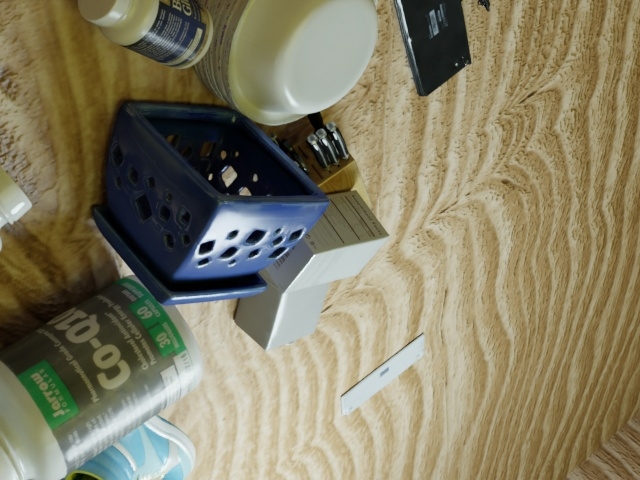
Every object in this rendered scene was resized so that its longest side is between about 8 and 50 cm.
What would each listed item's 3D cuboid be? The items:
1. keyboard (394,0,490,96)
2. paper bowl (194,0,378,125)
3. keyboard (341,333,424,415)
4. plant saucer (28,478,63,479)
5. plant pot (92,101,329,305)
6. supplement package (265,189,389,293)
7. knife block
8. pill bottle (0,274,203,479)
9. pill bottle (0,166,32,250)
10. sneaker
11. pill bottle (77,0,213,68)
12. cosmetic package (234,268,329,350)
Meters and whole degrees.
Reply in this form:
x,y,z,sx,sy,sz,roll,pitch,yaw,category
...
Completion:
x,y,z,sx,sy,sz,roll,pitch,yaw,category
0.214,-0.398,1.905,0.201,0.033,0.317,-38,147,-10,keyboard
-0.031,-0.295,1.591,0.284,0.148,0.284,-31,141,-29,paper bowl
0.142,0.300,2.521,0.256,0.014,0.072,-35,139,-26,keyboard
-0.534,0.428,1.740,0.310,0.050,0.310,-26,138,-26,plant saucer
-0.171,-0.044,1.593,0.236,0.236,0.212,-5,132,-50,plant pot
0.000,0.000,1.776,0.179,0.105,0.105,-12,149,-46,supplement package
0.015,-0.126,1.808,0.276,0.088,0.242,-14,150,-43,knife block
-0.367,0.218,1.618,0.361,0.204,0.204,-33,143,-28,pill bottle
-0.470,0.003,1.338,0.246,0.136,0.136,-43,147,-13,pill bottle
-0.319,0.382,1.837,0.319,0.127,0.208,54,38,-49,sneaker
-0.220,-0.282,1.412,0.169,0.094,0.094,15,109,-56,pill bottle
-0.055,0.063,1.956,0.127,0.107,0.238,-15,135,-44,cosmetic package
